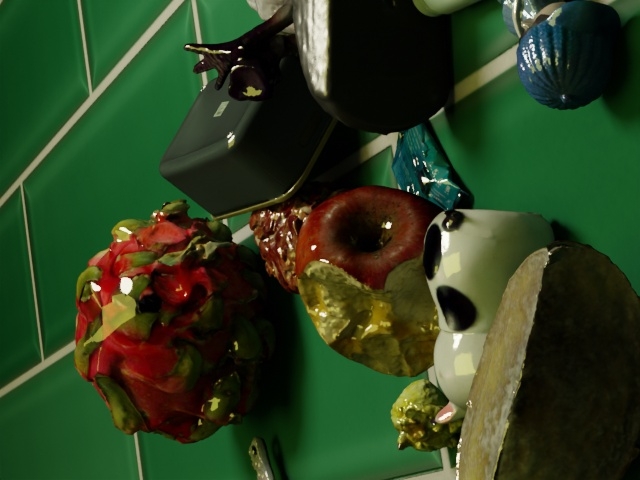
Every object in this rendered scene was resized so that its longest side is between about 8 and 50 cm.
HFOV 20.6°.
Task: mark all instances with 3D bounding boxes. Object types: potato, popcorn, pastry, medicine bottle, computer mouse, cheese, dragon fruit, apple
[{"bbox_3d":[0.179,0.121,1.362,0.100,0.120,0.261,-139,61,-69],"label":"potato"},{"bbox_3d":[0.098,0.162,1.625,0.083,0.059,0.068,-6,89,59],"label":"popcorn"},{"bbox_3d":[0.000,0.002,1.784,0.208,0.097,0.115,30,131,61],"label":"pastry"},{"bbox_3d":[0.114,-0.223,1.528,0.083,0.047,0.047,169,96,-67],"label":"medicine bottle"},{"bbox_3d":[0.041,-0.229,1.587,0.086,0.137,0.269,2,95,62],"label":"computer mouse"},{"bbox_3d":[-0.051,0.304,2.012,0.092,0.047,0.171,142,121,-62],"label":"cheese"},{"bbox_3d":[-0.169,0.107,2.038,0.231,0.237,0.302,-92,-1,-59],"label":"dragon fruit"},{"bbox_3d":[0.060,0.035,1.569,0.147,0.156,0.158,-98,-8,-46],"label":"apple"}]

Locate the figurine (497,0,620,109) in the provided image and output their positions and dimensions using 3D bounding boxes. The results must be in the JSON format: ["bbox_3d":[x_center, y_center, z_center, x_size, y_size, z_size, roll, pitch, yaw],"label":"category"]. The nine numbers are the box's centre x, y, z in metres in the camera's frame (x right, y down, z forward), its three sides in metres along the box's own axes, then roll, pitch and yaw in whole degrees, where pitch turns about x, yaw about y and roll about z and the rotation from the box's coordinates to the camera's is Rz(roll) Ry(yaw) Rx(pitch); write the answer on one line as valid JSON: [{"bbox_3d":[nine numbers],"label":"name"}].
[{"bbox_3d":[0.176,-0.165,1.366,0.086,0.087,0.149,55,-178,-41],"label":"figurine"}]

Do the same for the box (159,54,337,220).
[{"bbox_3d":[-0.075,-0.111,1.833,0.201,0.090,0.144,-12,46,59],"label":"box"}]

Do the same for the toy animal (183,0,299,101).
[{"bbox_3d":[-0.028,-0.247,1.770,0.324,0.195,0.090,-83,-21,-60],"label":"toy animal"}]

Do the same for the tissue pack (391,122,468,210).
[{"bbox_3d":[0.094,-0.059,1.636,0.138,0.028,0.085,-112,28,-42],"label":"tissue pack"}]

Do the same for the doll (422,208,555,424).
[{"bbox_3d":[0.141,0.057,1.450,0.110,0.107,0.181,0,101,46],"label":"doll"}]

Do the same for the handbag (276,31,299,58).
[{"bbox_3d":[-0.049,-0.193,1.918,0.111,0.047,0.072,124,135,-59],"label":"handbag"}]
